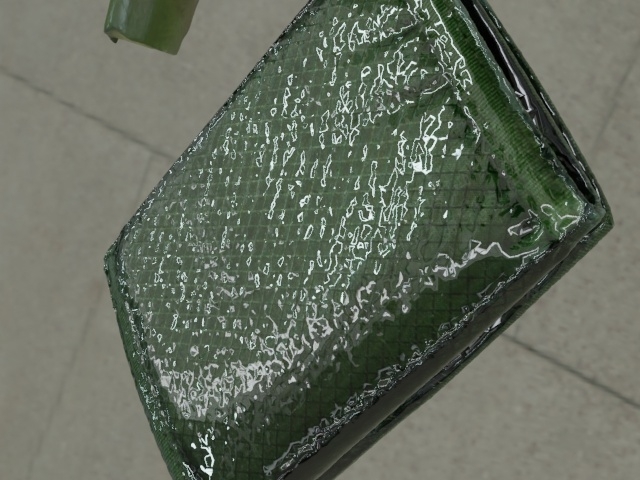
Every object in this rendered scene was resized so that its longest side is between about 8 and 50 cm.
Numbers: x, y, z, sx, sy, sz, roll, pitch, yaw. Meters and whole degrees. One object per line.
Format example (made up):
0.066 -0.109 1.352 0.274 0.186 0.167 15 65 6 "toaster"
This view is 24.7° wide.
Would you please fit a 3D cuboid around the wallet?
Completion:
0.002 0.000 0.589 0.236 0.055 0.160 -45 60 33 "wallet"

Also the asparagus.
-0.087 -0.222 0.917 0.067 0.060 0.278 39 131 23 "asparagus"
